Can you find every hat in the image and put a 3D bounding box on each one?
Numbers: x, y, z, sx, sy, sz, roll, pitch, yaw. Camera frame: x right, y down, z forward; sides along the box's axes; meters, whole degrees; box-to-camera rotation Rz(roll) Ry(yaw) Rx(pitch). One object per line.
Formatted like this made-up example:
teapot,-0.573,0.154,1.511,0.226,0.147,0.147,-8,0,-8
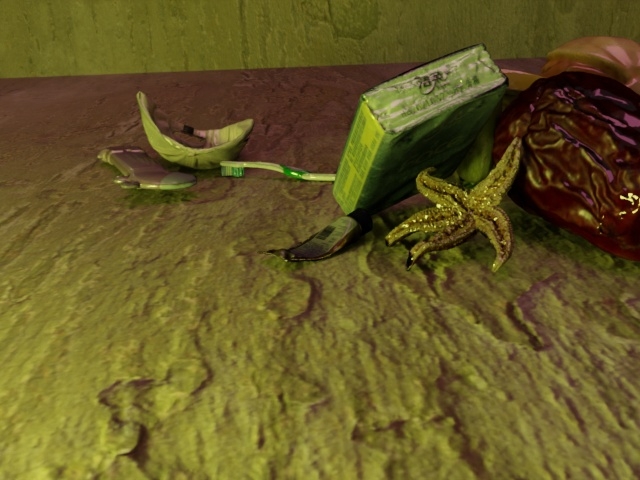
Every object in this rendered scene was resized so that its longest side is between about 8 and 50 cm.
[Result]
hat,-0.250,-0.182,1.591,0.220,0.164,0.226,13,-25,-11

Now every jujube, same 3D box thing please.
jujube,0.360,-0.096,1.080,0.216,0.216,0.342,-6,24,-10

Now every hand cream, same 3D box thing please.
hand cream,0.000,0.000,1.077,0.163,0.039,0.062,-24,29,-36

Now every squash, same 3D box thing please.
squash,0.226,-0.154,1.262,0.094,0.224,0.094,-6,47,6

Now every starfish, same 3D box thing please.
starfish,0.185,-0.038,1.042,0.238,0.057,0.213,-39,40,-13

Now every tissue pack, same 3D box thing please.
tissue pack,0.121,-0.136,1.115,0.185,0.081,0.257,-27,-16,-17

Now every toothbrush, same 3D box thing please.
toothbrush,-0.035,-0.119,1.451,0.304,0.030,0.030,4,19,20

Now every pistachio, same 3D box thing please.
pistachio,0.517,-0.262,1.561,0.230,0.229,0.309,-13,17,-29

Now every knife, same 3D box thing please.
knife,-0.323,-0.127,1.503,0.132,0.038,0.399,-2,15,-22

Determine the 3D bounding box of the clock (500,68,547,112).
clock,0.315,-0.208,1.367,0.277,0.071,0.293,17,-15,1
